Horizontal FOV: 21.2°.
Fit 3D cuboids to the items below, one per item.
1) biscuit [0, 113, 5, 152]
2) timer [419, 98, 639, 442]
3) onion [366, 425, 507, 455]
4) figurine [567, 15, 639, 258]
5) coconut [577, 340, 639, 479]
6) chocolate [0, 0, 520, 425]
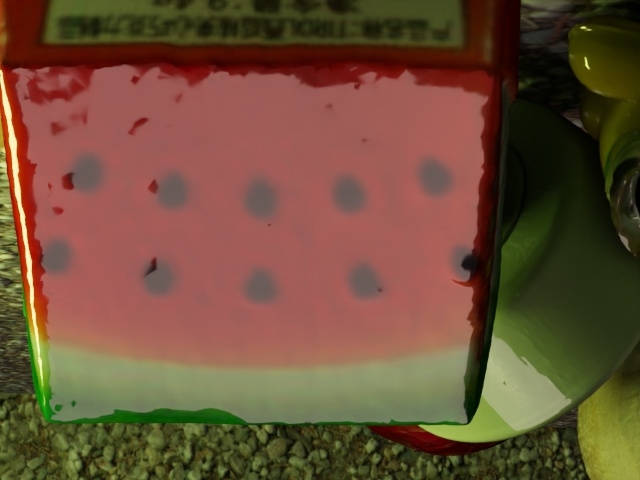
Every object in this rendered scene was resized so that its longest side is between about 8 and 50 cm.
[{"bbox_3d":[-0.297,-0.123,1.386,0.216,0.047,0.339,2,168,-14],"label":"biscuit"},{"bbox_3d":[0.083,-0.033,1.389,0.290,0.291,0.315,-11,139,42],"label":"timer"},{"bbox_3d":[0.144,0.115,1.970,0.276,0.276,0.276,0,168,0],"label":"onion"},{"bbox_3d":[0.350,-0.077,1.250,0.323,0.231,0.340,34,162,-24],"label":"figurine"},{"bbox_3d":[0.534,0.243,2.304,0.404,0.405,0.404,0,168,0],"label":"coconut"},{"bbox_3d":[-0.046,-0.033,1.155,0.360,0.161,0.341,0,127,0],"label":"chocolate"}]
